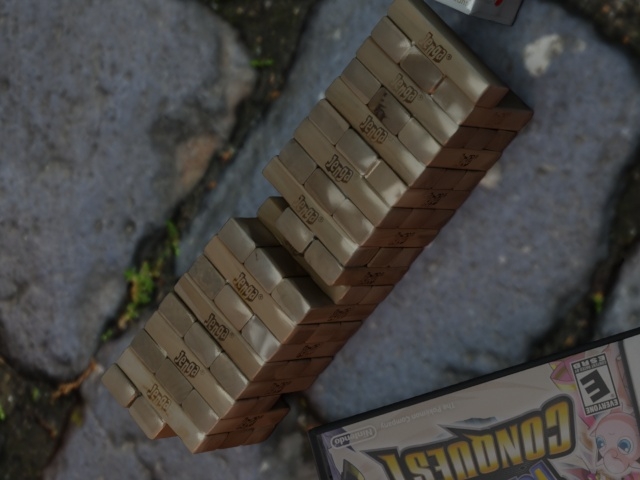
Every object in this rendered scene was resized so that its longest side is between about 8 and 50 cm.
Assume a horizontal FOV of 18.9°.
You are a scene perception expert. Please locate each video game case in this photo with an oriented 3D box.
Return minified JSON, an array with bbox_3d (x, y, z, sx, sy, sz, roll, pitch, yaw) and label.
[{"bbox_3d":[0.141,0.203,1.211,0.275,0.035,0.248,-20,80,28],"label":"video game case"}]

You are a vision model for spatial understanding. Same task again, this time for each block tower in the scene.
[{"bbox_3d":[0.000,0.000,1.262,0.091,0.097,0.335,47,112,21],"label":"block tower"}]

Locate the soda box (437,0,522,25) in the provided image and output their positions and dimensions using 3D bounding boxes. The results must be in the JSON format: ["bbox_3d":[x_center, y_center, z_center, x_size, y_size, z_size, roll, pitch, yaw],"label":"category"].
[{"bbox_3d":[0.036,-0.214,1.257,0.216,0.069,0.074,27,102,27],"label":"soda box"}]
